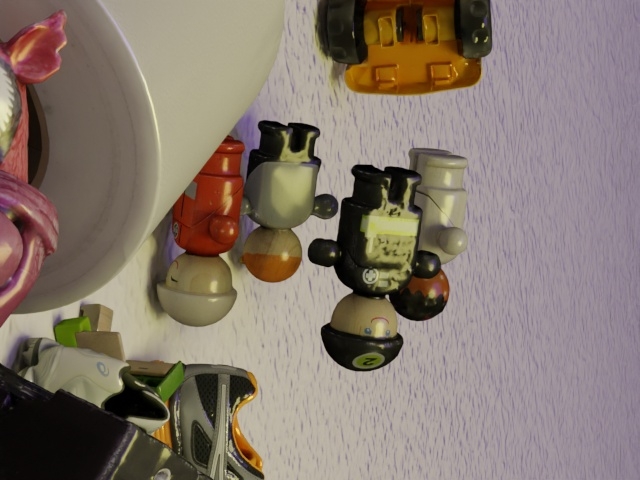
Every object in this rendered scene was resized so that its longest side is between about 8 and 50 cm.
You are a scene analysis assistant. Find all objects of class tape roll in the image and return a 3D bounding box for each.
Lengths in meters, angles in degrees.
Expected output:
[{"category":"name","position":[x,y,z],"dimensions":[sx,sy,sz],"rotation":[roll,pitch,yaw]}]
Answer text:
[{"category":"tape roll","position":[-0.160,-0.107,0.921],"dimensions":[0.169,0.246,0.246],"rotation":[-57,142,-50]}]

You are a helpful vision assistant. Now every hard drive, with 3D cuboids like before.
[{"category":"hard drive","position":[-0.119,0.149,1.015],"dimensions":[0.064,0.237,0.339],"rotation":[-61,146,-12]}]

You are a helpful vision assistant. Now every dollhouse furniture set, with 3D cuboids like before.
[{"category":"dollhouse furniture set","position":[-0.139,0.038,1.220],"dimensions":[0.076,0.058,0.152],"rotation":[-50,137,-57]}]

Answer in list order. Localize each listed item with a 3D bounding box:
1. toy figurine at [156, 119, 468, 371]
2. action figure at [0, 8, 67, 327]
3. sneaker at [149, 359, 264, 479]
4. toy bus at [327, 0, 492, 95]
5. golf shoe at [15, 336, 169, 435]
[{"category":"toy figurine","position":[0.000,0.000,1.363],"dimensions":[0.209,0.213,0.148],"rotation":[-22,121,-68]},{"category":"action figure","position":[-0.196,0.066,0.759],"dimensions":[0.275,0.248,0.370],"rotation":[35,84,-18]},{"category":"sneaker","position":[-0.078,0.188,1.321],"dimensions":[0.084,0.083,0.215],"rotation":[-105,-171,-70]},{"category":"toy bus","position":[0.082,-0.265,1.658],"dimensions":[0.211,0.149,0.220],"rotation":[-76,162,-66]},{"category":"golf shoe","position":[-0.136,0.129,1.202],"dimensions":[0.176,0.086,0.069],"rotation":[61,35,-53]}]
